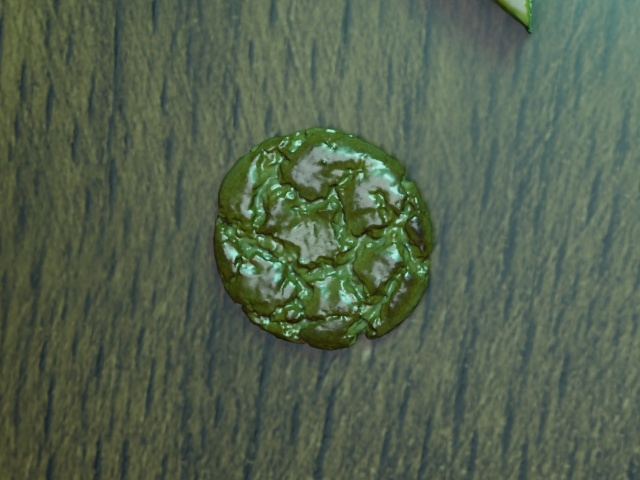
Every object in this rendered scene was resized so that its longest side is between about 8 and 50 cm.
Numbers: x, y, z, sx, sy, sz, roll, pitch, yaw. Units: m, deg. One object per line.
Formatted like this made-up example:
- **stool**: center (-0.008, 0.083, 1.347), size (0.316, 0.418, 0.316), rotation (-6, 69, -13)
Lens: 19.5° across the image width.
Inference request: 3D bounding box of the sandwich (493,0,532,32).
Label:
- **sandwich**: center (0.107, -0.271, 1.727), size (0.187, 0.117, 0.144), rotation (4, 92, 7)

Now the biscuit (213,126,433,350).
- **biscuit**: center (0.000, 0.000, 1.805), size (0.226, 0.042, 0.226), rotation (1, 95, 8)
